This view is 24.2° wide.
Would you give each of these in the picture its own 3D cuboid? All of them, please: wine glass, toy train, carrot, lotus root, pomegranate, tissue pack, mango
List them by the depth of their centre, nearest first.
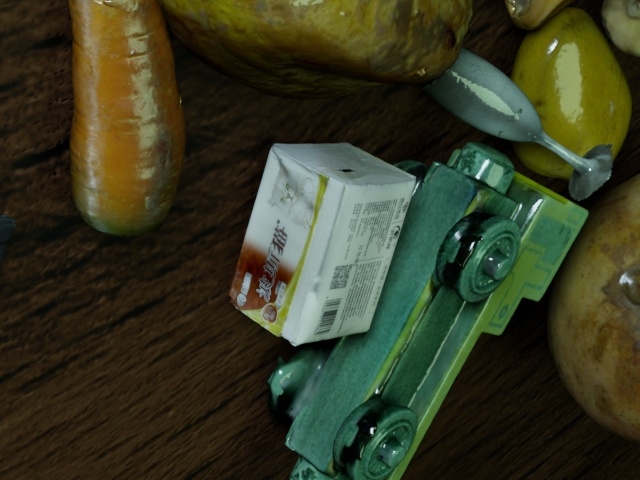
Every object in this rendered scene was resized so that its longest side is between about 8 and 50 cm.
[{"bbox_3d":[-0.013,-0.197,1.044,0.291,0.193,0.193,10,107,-58],"label":"lotus root"},{"bbox_3d":[-0.136,-0.097,1.056,0.087,0.087,0.193,-20,127,-41],"label":"carrot"},{"bbox_3d":[0.000,0.000,1.272,0.106,0.099,0.148,-6,119,-50],"label":"tissue pack"},{"bbox_3d":[0.179,-0.112,1.372,0.198,0.066,0.066,31,90,-23],"label":"wine glass"},{"bbox_3d":[0.095,0.085,1.421,0.237,0.150,0.368,18,102,-60],"label":"toy train"},{"bbox_3d":[0.241,-0.144,1.466,0.137,0.098,0.195,-34,130,-26],"label":"mango"},{"bbox_3d":[0.400,0.073,1.638,0.322,0.322,0.322,-30,135,-34],"label":"pomegranate"}]

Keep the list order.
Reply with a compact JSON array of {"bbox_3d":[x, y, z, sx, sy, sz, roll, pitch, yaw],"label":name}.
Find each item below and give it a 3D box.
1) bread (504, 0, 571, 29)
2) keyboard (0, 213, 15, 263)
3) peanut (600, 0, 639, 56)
[{"bbox_3d":[0.256,-0.287,1.392,0.239,0.074,0.092,-39,180,-24],"label":"bread"},{"bbox_3d":[-0.308,0.017,0.985,0.231,0.023,0.072,-6,126,-48],"label":"keyboard"},{"bbox_3d":[0.378,-0.297,1.507,0.263,0.101,0.117,-52,-174,-11],"label":"peanut"}]
